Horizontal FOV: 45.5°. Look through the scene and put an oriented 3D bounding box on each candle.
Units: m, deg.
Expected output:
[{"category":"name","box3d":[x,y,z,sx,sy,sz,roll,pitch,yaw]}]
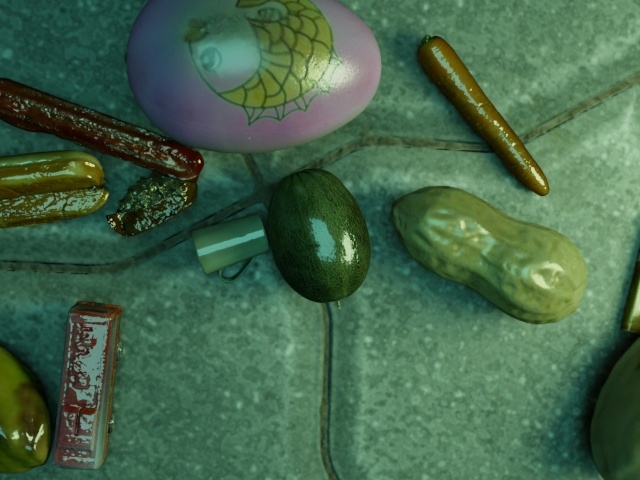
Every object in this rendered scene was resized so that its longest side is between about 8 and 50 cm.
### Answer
[{"category":"candle","box3d":[-0.285,-0.133,0.858,0.329,0.051,0.048,20,76,2]}]

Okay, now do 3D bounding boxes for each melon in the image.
[{"category":"melon","box3d":[0.000,0.000,0.879,0.114,0.114,0.167,-16,93,-5]}]

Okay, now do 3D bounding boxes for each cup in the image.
[{"category":"cup","box3d":[-0.103,0.012,0.900,0.083,0.054,0.075,-18,94,-7]}]

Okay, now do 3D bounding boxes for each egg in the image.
[{"category":"egg","box3d":[-0.070,-0.192,0.826,0.271,0.196,0.196,-12,95,-20]}]

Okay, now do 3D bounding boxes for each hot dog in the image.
[{"category":"hot dog","box3d":[-0.360,-0.056,0.860,0.235,0.062,0.092,-5,128,-8]}]

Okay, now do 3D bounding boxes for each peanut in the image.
[{"category":"peanut","box3d":[0.202,0.015,0.899,0.256,0.123,0.124,26,90,-9]}]

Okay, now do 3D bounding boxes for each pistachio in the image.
[{"category":"pistachio","box3d":[-0.382,0.186,0.862,0.110,0.100,0.189,-40,106,20]},{"category":"pistachio","box3d":[0.425,0.201,0.927,0.153,0.137,0.238,36,97,27]}]

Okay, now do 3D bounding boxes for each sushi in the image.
[{"category":"sushi","box3d":[-0.191,-0.052,0.890,0.120,0.052,0.055,-29,111,-2]}]

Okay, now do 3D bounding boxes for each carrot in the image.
[{"category":"carrot","box3d":[0.201,-0.149,0.930,0.043,0.043,0.248,-41,98,-2]}]

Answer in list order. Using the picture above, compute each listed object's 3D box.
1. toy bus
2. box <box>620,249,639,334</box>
[{"category":"toy bus","box3d":[-0.270,0.169,0.879,0.065,0.077,0.192,6,92,-4]},{"category":"box","box3d":[0.445,0.049,0.976,0.089,0.022,0.156,11,92,-5]}]
